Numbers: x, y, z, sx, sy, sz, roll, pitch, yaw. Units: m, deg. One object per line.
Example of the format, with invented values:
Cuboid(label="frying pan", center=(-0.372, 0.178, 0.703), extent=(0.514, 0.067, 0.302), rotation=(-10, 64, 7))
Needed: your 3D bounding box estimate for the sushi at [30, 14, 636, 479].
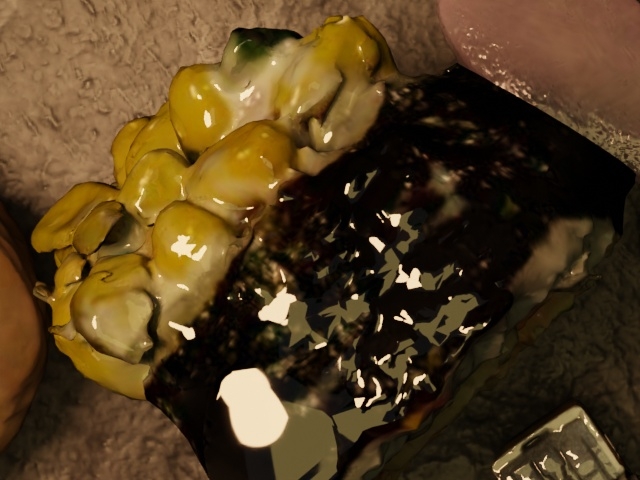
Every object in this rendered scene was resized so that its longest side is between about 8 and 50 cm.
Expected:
Cuboid(label="sushi", center=(0.000, 0.000, 1.122), extent=(0.285, 0.328, 0.328), rotation=(45, 99, 10))

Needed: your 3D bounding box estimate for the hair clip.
Cuboid(label="hair clip", center=(0.221, -0.099, 1.211), extent=(0.359, 0.095, 0.110), rotation=(31, 114, 3))

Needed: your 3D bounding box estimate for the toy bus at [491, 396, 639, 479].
Cuboid(label="toy bus", center=(0.221, 0.236, 1.232), extent=(0.092, 0.106, 0.268), rotation=(-36, 90, 7))

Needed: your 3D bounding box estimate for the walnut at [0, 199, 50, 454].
Cuboid(label="walnut", center=(-0.318, 0.062, 1.193), extent=(0.273, 0.273, 0.227), rotation=(-47, 55, 7))

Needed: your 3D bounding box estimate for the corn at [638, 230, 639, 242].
Cuboid(label="corn", center=(0.310, 0.033, 1.223), extent=(0.203, 0.072, 0.072), rotation=(31, 97, 1))
